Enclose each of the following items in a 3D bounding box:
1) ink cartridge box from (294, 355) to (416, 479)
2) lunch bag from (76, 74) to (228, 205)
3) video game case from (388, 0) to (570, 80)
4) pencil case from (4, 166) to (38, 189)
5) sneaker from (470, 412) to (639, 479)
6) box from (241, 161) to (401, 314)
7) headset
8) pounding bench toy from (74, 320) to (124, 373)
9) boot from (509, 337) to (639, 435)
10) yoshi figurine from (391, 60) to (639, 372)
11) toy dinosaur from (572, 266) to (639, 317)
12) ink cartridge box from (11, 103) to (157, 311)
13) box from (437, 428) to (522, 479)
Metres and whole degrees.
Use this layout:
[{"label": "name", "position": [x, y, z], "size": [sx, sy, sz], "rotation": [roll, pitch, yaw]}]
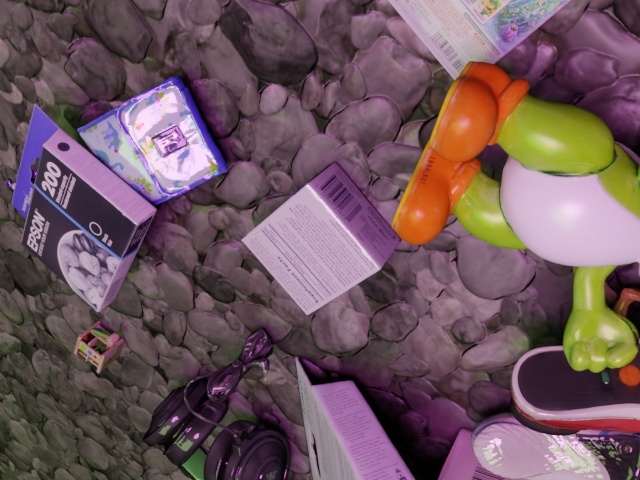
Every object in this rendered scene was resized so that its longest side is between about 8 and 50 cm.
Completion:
[{"label": "ink cartridge box", "position": [0.061, 0.366, 0.884], "size": [0.330, 0.071, 0.324], "rotation": [-125, 25, -57]}, {"label": "lunch bag", "position": [-0.201, -0.118, 0.807], "size": [0.151, 0.096, 0.129], "rotation": [-17, 111, 28]}, {"label": "video game case", "position": [0.132, -0.239, 0.580], "size": [0.157, 0.019, 0.143], "rotation": [49, 130, -4]}, {"label": "pencil case", "position": [-0.368, -0.021, 0.964], "size": [0.206, 0.086, 0.088], "rotation": [61, 167, -16]}, {"label": "sneaker", "position": [0.296, 0.245, 0.756], "size": [0.237, 0.086, 0.085], "rotation": [8, 97, 13]}, {"label": "box", "position": [0.000, 0.000, 0.770], "size": [0.126, 0.072, 0.137], "rotation": [50, 130, -5]}, {"label": "headset", "position": [-0.145, 0.298, 1.029], "size": [0.243, 0.185, 0.394], "rotation": [30, 144, 16]}, {"label": "pounding bench toy", "position": [-0.379, 0.171, 1.113], "size": [0.065, 0.052, 0.083], "rotation": [36, 130, 7]}, {"label": "boot", "position": [0.315, 0.155, 0.645], "size": [0.244, 0.089, 0.176], "rotation": [-2, 156, 16]}, {"label": "yoshi figurine", "position": [0.240, 0.015, 0.516], "size": [0.362, 0.203, 0.203], "rotation": [25, 97, 5]}, {"label": "toy dinosaur", "position": [0.278, 0.061, 0.650], "size": [0.112, 0.064, 0.212], "rotation": [-6, 115, 34]}, {"label": "ink cartridge box", "position": [-0.329, -0.035, 0.849], "size": [0.208, 0.045, 0.206], "rotation": [41, 132, 4]}, {"label": "box", "position": [0.214, 0.387, 0.834], "size": [0.126, 0.148, 0.233], "rotation": [12, 123, 25]}]
